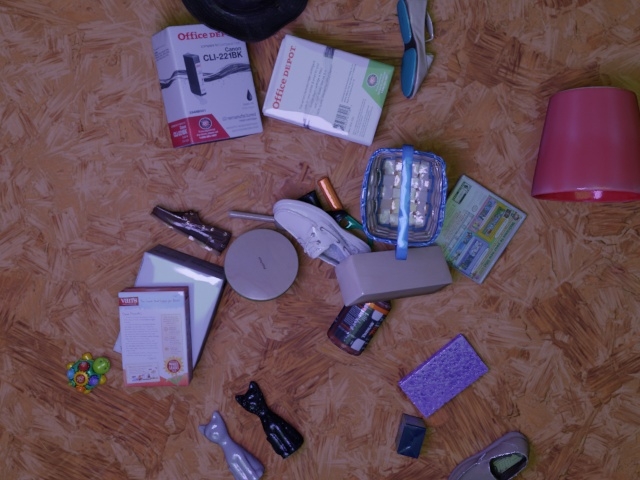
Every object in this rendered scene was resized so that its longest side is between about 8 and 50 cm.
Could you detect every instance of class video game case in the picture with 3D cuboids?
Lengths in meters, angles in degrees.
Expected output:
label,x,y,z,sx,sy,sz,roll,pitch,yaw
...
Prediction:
label,x,y,z,sx,sy,sz,roll,pitch,yaw
video game case,0.381,-0.027,1.939,0.193,0.023,0.212,32,96,-3

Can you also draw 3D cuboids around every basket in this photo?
label,x,y,z,sx,sy,sz,roll,pitch,yaw
basket,0.195,-0.095,1.800,0.201,0.289,0.254,5,96,1

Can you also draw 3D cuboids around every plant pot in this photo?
label,x,y,z,sx,sy,sz,roll,pitch,yaw
plant pot,0.634,-0.220,1.801,0.275,0.275,0.243,1,88,1

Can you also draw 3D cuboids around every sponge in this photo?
label,x,y,z,sx,sy,sz,roll,pitch,yaw
sponge,0.318,0.350,1.986,0.210,0.031,0.117,-39,95,5

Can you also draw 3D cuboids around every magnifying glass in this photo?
label,x,y,z,sx,sy,sz,roll,pitch,yaw
magnifying glass,0.056,-0.053,1.945,0.092,0.026,0.231,-27,98,5

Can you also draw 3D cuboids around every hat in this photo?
label,x,y,z,sx,sy,sz,roll,pitch,yaw
hat,-0.164,-0.631,1.762,0.331,0.134,0.331,4,74,-14

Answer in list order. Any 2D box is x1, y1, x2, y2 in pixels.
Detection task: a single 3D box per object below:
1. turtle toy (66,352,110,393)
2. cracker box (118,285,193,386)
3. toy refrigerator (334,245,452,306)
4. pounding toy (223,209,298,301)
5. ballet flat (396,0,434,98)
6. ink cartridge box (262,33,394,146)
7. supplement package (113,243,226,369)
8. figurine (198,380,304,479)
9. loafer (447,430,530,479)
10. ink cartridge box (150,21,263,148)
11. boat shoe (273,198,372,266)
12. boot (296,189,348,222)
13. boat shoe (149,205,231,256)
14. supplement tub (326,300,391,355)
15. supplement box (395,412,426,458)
label,x,y,z,sx,sy,sz,roll,pitch,yaw
turtle toy,-0.600,0.343,1.989,0.130,0.066,0.095,-32,96,5
cracker box,-0.389,0.227,1.822,0.156,0.067,0.232,-1,99,1
toy refrigerator,0.176,0.085,1.850,0.270,0.094,0.102,-6,70,-32
pounding toy,-0.146,0.048,1.931,0.183,0.110,0.236,-1,72,-1
ballet flat,0.238,-0.470,1.861,0.086,0.086,0.248,-3,96,2
ink cartridge box,0.018,-0.360,1.858,0.273,0.115,0.198,17,97,-1
supplement package,-0.367,0.172,1.922,0.204,0.145,0.261,20,98,-1
figurine,-0.189,0.505,1.999,0.215,0.092,0.209,-39,87,7
loafer,0.431,0.601,1.985,0.268,0.092,0.102,-44,94,6
ink cartridge box,-0.269,-0.371,1.823,0.197,0.114,0.272,-15,98,-32
boat shoe,0.000,0.000,1.861,0.277,0.096,0.098,31,141,-12
boot,-0.001,-0.079,1.912,0.121,0.045,0.099,-25,96,32
boat shoe,-0.324,-0.040,1.933,0.207,0.073,0.073,29,95,-10
supplement tub,0.108,0.185,1.932,0.106,0.106,0.198,32,98,-3
supplement box,0.232,0.504,1.981,0.056,0.083,0.083,15,98,-1
